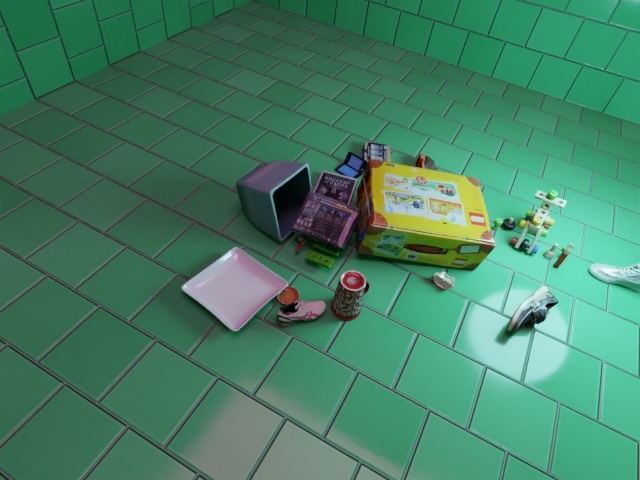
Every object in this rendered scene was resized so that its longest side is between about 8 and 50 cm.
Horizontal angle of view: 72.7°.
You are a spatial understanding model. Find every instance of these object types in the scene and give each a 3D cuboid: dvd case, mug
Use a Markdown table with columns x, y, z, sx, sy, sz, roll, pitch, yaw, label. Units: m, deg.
| x | y | z | sx | sy | sz | roll | pitch | yaw | label |
| --- | --- | --- | --- | --- | --- | --- | --- | --- | --- |
| 0.064 | -0.229 | 2.022 | 0.180 | 0.029 | 0.238 | 15 | 48 | 5 | dvd case |
| 0.108 | 0.180 | 1.554 | 0.113 | 0.169 | 0.150 | 20 | 48 | 11 | mug |

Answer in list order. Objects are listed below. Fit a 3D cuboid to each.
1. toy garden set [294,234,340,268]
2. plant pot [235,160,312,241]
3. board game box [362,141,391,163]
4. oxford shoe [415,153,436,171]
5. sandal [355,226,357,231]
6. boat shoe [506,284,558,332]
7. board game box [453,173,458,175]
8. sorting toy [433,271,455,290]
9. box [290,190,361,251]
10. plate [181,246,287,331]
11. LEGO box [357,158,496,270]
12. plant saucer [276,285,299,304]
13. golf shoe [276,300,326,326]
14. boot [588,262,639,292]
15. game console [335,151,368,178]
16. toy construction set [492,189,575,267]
| x | y | z | sx | sy | sz | roll | pitch | yaw | label |
| --- | --- | --- | --- | --- | --- | --- | --- | --- | --- |
| 0.000 | 0.000 | 1.789 | 0.204 | 0.049 | 0.244 | 22 | 53 | 17 | toy garden set |
| -0.206 | -0.187 | 1.813 | 0.253 | 0.247 | 0.247 | 19 | 46 | 30 | plant pot |
| 0.289 | -0.434 | 2.231 | 0.141 | 0.048 | 0.170 | 10 | 46 | -2 | board game box |
| 0.528 | -0.342 | 2.142 | 0.099 | 0.096 | 0.271 | 16 | 42 | 0 | oxford shoe |
| 0.225 | -0.066 | 1.876 | 0.255 | 0.054 | 0.097 | 21 | 48 | 11 | sandal |
| 0.799 | 0.266 | 1.623 | 0.285 | 0.102 | 0.092 | -27 | 51 | -36 | boat shoe |
| 0.636 | -0.238 | 2.105 | 0.212 | 0.039 | 0.160 | -23 | 55 | -27 | board game box |
| 0.496 | 0.154 | 1.724 | 0.083 | 0.044 | 0.075 | 35 | 45 | 23 | sorting toy |
| 0.023 | -0.079 | 1.747 | 0.233 | 0.059 | 0.183 | 21 | 75 | 17 | box |
| -0.308 | 0.175 | 1.583 | 0.277 | 0.045 | 0.278 | 32 | 52 | 22 | plate |
| 0.417 | -0.108 | 1.801 | 0.501 | 0.193 | 0.372 | 9 | 52 | -7 | LEGO box |
| -0.120 | 0.205 | 1.604 | 0.084 | 0.013 | 0.083 | 4 | 47 | -4 | plant saucer |
| -0.062 | 0.245 | 1.527 | 0.186 | 0.085 | 0.067 | -14 | 50 | -22 | golf shoe |
| 1.273 | 0.128 | 1.800 | 0.259 | 0.123 | 0.095 | 19 | 48 | 9 | boot |
| 0.153 | -0.366 | 2.136 | 0.122 | 0.107 | 0.071 | 35 | 24 | 22 | game console |
| 0.967 | -0.069 | 1.861 | 0.258 | 0.237 | 0.308 | -18 | 53 | -23 | toy construction set |
